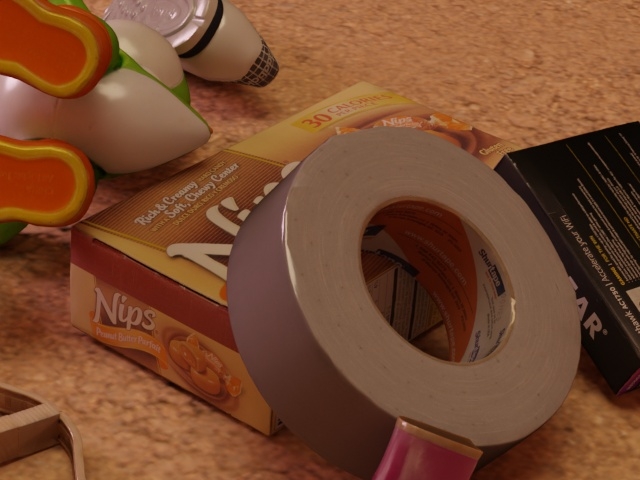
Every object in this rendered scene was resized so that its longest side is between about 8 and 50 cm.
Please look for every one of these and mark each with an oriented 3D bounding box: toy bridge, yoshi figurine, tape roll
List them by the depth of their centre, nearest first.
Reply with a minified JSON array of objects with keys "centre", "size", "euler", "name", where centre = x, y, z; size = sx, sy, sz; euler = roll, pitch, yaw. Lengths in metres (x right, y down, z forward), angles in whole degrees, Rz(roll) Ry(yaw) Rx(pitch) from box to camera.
[{"centre":[-0.187,0.120,1.165],"size":[0.063,0.026,0.188],"euler":[-17,37,-35],"name":"toy bridge"},{"centre":[0.053,0.039,1.170],"size":[0.219,0.072,0.219],"euler":[18,54,-26],"name":"tape roll"},{"centre":[-0.207,-0.112,1.374],"size":[0.204,0.203,0.362],"euler":[-32,4,8],"name":"yoshi figurine"}]

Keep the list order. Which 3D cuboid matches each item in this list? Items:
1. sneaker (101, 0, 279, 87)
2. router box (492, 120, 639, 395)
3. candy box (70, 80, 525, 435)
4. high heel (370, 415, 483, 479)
[{"centre":[-0.116,-0.182,1.634],"size":[0.095,0.090,0.235],"euler":[29,6,-29],"name":"sneaker"},{"centre":[0.210,0.007,1.299],"size":[0.133,0.046,0.179],"euler":[-14,62,-35],"name":"router box"},{"centre":[0.000,0.000,1.325],"size":[0.183,0.087,0.316],"euler":[25,38,31],"name":"candy box"},{"centre":[0.128,0.195,1.067],"size":[0.244,0.117,0.082],"euler":[22,2,-9],"name":"high heel"}]
